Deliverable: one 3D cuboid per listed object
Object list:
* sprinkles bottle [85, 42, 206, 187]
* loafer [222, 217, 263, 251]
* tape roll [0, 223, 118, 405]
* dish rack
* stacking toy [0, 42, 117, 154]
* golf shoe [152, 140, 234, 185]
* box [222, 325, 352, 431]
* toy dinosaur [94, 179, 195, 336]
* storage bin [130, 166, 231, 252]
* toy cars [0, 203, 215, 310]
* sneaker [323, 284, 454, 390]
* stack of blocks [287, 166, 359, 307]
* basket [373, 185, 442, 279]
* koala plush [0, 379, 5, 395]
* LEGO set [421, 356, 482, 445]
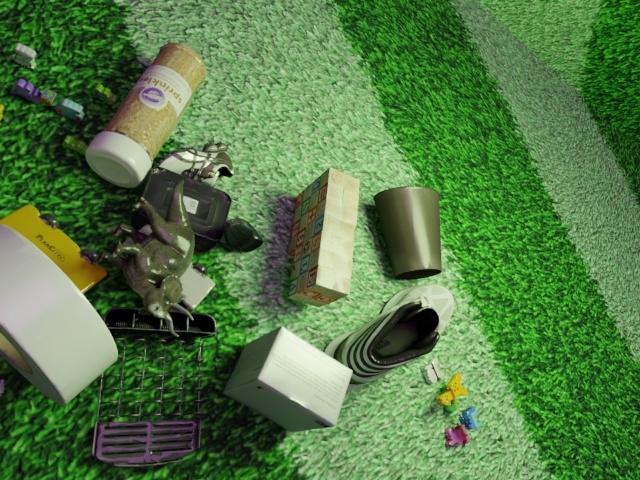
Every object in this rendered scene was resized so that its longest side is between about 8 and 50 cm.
[{"bbox_3d":[-0.373,-0.283,1.054,0.121,0.121,0.355,30,56,-19],"label":"sprinkles bottle"},{"bbox_3d":[-0.180,-0.021,1.054,0.062,0.170,0.061,-32,74,-1],"label":"loafer"},{"bbox_3d":[-0.446,0.116,0.728,0.286,0.286,0.100,48,52,-6],"label":"tape roll"},{"bbox_3d":[-0.305,0.267,0.881,0.209,0.074,0.271,9,65,-28],"label":"dish rack"},{"bbox_3d":[-0.555,-0.283,0.986,0.221,0.052,0.166,24,60,-24],"label":"stacking toy"},{"bbox_3d":[-0.282,-0.163,1.086,0.198,0.077,0.093,-25,84,-36],"label":"golf shoe"},{"bbox_3d":[-0.067,0.283,0.957,0.181,0.182,0.119,36,53,-15],"label":"box"},{"bbox_3d":[-0.301,0.022,0.888,0.160,0.121,0.313,38,37,-28],"label":"toy dinosaur"},{"bbox_3d":[-0.297,-0.063,1.027,0.180,0.084,0.121,21,59,-23],"label":"storage bin"},{"bbox_3d":[-0.401,0.050,0.913,0.394,0.087,0.176,11,55,-33],"label":"toy cars"},{"bbox_3d":[0.238,0.206,1.137,0.448,0.258,0.169,-25,84,-38],"label":"sneaker"},{"bbox_3d":[0.000,0.000,1.133,0.087,0.171,0.296,20,61,-24],"label":"stack of blocks"},{"bbox_3d":[0.251,-0.015,1.317,0.205,0.154,0.226,6,70,-30],"label":"basket"},{"bbox_3d":[-0.581,0.239,0.660,0.196,0.203,0.221,44,41,-9],"label":"koala plush"},{"bbox_3d":[0.323,0.413,1.208,0.093,0.087,0.227,-12,75,-36],"label":"LEGO set"}]
